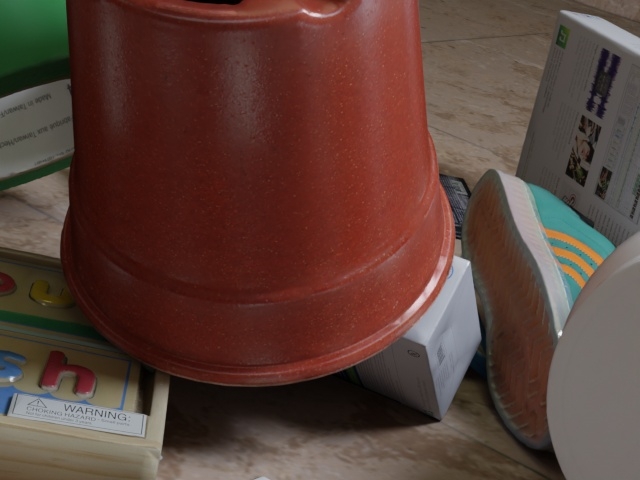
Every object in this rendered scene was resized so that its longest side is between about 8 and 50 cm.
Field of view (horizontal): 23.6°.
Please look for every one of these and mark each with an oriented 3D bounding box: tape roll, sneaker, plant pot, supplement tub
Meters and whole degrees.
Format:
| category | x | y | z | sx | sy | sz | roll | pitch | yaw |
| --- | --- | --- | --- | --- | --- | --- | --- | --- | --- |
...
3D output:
| category | x | y | z | sx | sy | sz | roll | pitch | yaw |
| --- | --- | --- | --- | --- | --- | --- | --- | --- | --- |
| tape roll | -0.241 | -0.113 | 1.173 | 0.321 | 0.077 | 0.321 | -21 | -8 | -3 |
| sneaker | 0.196 | 0.053 | 1.205 | 0.121 | 0.108 | 0.302 | 15 | 35 | -15 |
| plant pot | -0.045 | -0.095 | 0.963 | 0.272 | 0.265 | 0.272 | -1 | 47 | 1 |
| supplement tub | 0.289 | 0.084 | 1.012 | 0.228 | 0.228 | 0.316 | 22 | 14 | 23 |

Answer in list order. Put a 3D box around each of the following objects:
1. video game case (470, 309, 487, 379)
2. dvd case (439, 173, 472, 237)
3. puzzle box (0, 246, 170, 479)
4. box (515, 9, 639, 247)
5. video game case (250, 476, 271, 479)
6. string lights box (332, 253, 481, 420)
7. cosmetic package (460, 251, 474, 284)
| category | x | y | z | sx | sy | sz | roll | pitch | yaw |
| --- | --- | --- | --- | --- | --- | --- | --- | --- | --- |
| video game case | 0.075 | 0.029 | 1.232 | 0.166 | 0.015 | 0.119 | 42 | 17 | -24 |
| dvd case | 0.057 | -0.052 | 1.594 | 0.221 | 0.018 | 0.164 | 11 | 20 | -10 |
| puzzle box | -0.296 | 0.057 | 0.992 | 0.408 | 0.052 | 0.272 | 11 | 19 | -7 |
| box | 0.299 | -0.067 | 1.479 | 0.058 | 0.232 | 0.322 | 4 | 22 | -23 |
| video game case | -0.014 | 0.211 | 0.768 | 0.232 | 0.042 | 0.210 | 26 | 24 | 31 |
| string lights box | -0.018 | 0.030 | 1.126 | 0.259 | 0.077 | 0.133 | 22 | -23 | 19 |
| cosmetic package | 0.237 | 0.051 | 1.367 | 0.099 | 0.060 | 0.239 | -1 | 24 | -38 |
